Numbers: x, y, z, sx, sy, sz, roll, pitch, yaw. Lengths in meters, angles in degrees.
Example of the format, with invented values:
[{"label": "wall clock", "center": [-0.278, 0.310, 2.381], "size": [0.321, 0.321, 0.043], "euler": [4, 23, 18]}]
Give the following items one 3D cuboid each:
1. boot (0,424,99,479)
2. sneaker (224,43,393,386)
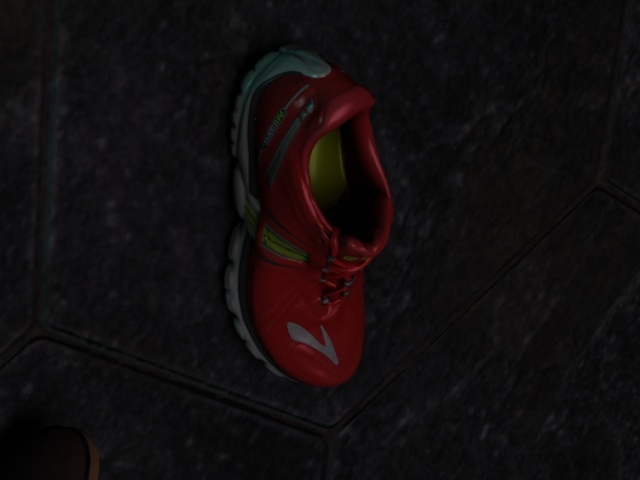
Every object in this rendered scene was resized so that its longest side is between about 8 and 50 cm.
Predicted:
[{"label": "boot", "center": [-0.271, 0.179, 1.254], "size": [0.248, 0.090, 0.207], "euler": [-47, 138, -10]}, {"label": "sneaker", "center": [0.000, 0.000, 1.399], "size": [0.107, 0.118, 0.279], "euler": [-28, 128, -30]}]
